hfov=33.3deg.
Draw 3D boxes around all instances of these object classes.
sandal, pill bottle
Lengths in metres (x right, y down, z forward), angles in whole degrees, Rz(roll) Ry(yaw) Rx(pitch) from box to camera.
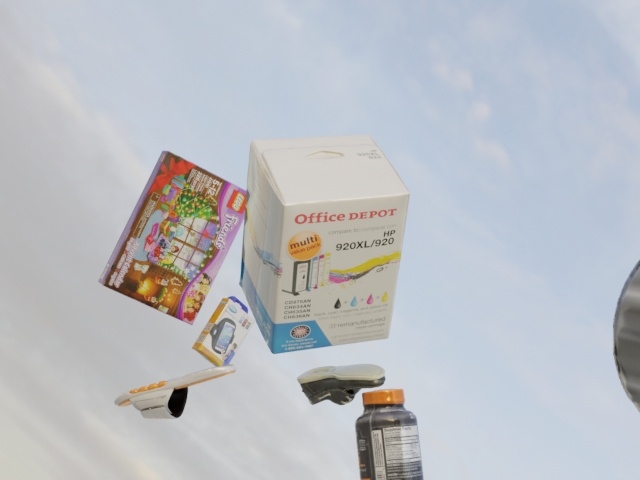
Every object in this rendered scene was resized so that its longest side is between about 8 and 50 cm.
[{"bbox_3d":[-0.279,0.304,2.062,0.265,0.102,0.076,-18,-99,20],"label":"sandal"},{"bbox_3d":[0.139,0.424,2.165,0.130,0.131,0.245,153,-66,-63],"label":"pill bottle"}]

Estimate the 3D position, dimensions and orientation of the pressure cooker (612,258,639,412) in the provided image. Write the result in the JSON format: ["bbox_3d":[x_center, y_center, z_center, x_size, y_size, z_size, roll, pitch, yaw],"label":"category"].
[{"bbox_3d":[0.654,0.152,1.460,0.375,0.370,0.420,58,-10,-10],"label":"pressure cooker"}]

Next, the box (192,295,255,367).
[{"bbox_3d":[-0.186,0.178,2.105,0.028,0.136,0.081,9,-29,50],"label":"box"}]

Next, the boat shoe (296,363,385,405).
[{"bbox_3d":[0.052,0.304,2.244,0.233,0.084,0.079,-13,-85,44],"label":"boat shoe"}]

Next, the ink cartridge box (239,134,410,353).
[{"bbox_3d":[0.000,0.000,1.405,0.168,0.171,0.232,-119,-151,-52],"label":"ink cartridge box"}]

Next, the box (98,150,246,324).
[{"bbox_3d":[-0.283,-0.005,2.117,0.201,0.293,0.057,27,-3,-22],"label":"box"}]
